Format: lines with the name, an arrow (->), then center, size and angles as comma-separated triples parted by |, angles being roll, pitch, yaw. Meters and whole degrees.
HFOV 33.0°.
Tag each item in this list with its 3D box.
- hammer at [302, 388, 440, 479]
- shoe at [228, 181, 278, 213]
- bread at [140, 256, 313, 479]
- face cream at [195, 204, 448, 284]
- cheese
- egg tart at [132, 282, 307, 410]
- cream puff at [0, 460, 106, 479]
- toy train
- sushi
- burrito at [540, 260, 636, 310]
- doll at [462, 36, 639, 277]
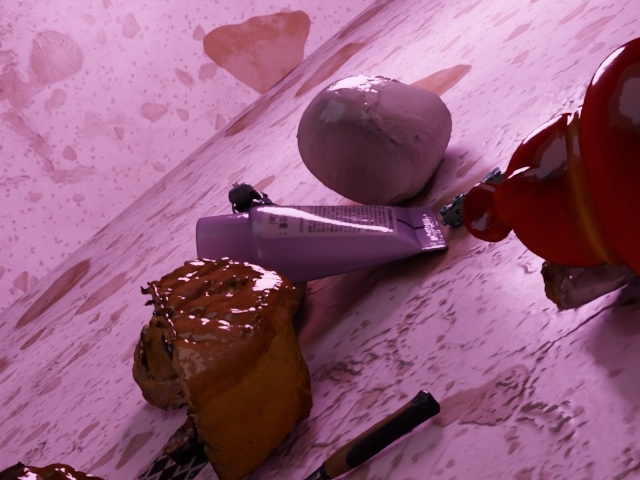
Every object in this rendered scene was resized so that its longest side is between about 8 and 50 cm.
hammer -> 0.012, 0.185, 0.878 | 0.201, 0.021, 0.078 | -35, 15, 13
shoe -> -0.103, -0.050, 1.688 | 0.071, 0.099, 0.169 | -40, 14, 2
bread -> -0.083, 0.108, 1.055 | 0.147, 0.160, 0.260 | -20, 17, -12
face cream -> 0.000, 0.000, 1.225 | 0.273, 0.096, 0.154 | -7, 16, 2
cheese -> 0.066, -0.132, 1.417 | 0.154, 0.189, 0.198 | -67, -5, 35
egg tart -> -0.131, 0.084, 1.343 | 0.291, 0.107, 0.291 | -34, 16, 11
cream puff -> -0.284, 0.300, 0.962 | 0.269, 0.155, 0.241 | -31, 16, 31
toy train -> 0.170, -0.048, 1.196 | 0.092, 0.029, 0.045 | -36, 7, 10
sushi -> -0.140, 0.207, 1.150 | 0.120, 0.026, 0.126 | -46, 17, -25
burrito -> 0.302, -0.076, 0.889 | 0.392, 0.076, 0.117 | -42, 9, -22
doll -> 0.255, -0.057, 0.693 | 0.363, 0.183, 0.160 | -17, -18, 32
